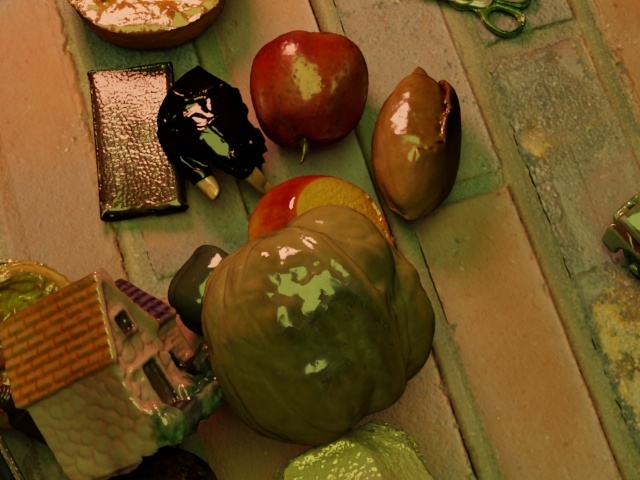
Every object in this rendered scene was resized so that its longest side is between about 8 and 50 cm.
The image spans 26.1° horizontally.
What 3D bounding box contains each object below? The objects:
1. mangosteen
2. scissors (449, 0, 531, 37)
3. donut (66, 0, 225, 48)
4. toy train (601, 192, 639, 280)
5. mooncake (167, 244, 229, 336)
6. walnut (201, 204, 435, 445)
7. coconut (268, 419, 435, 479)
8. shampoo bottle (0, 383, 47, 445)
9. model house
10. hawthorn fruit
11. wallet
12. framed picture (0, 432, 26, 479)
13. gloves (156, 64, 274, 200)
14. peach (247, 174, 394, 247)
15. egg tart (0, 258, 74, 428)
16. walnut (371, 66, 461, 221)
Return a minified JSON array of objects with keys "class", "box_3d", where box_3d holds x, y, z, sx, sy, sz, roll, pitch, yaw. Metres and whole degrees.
[{"class":"mangosteen","box_3d":[-0.209,0.362,1.817,0.172,0.172,0.184,-11,71,-4]},{"class":"scissors","box_3d":[0.225,-0.381,2.158,0.204,0.027,0.101,14,67,4]},{"class":"donut","box_3d":[-0.262,-0.412,2.132,0.277,0.108,0.278,0,69,1]},{"class":"toy train","box_3d":[0.541,0.056,1.923,0.129,0.159,0.326,-37,74,-10]},{"class":"mooncake","box_3d":[-0.130,0.089,1.913,0.168,0.175,0.104,14,63,46]},{"class":"walnut","box_3d":[-0.003,0.103,1.730,0.253,0.282,0.277,-19,108,28]},{"class":"coconut","box_3d":[0.066,0.371,1.772,0.233,0.233,0.245,-29,71,-10]},{"class":"shampoo bottle","box_3d":[-0.363,0.240,1.852,0.236,0.067,0.068,34,108,-25]},{"class":"model house","box_3d":[-0.257,0.148,1.792,0.237,0.202,0.237,59,36,-6]},{"class":"hawthorn fruit","box_3d":[-0.017,-0.205,2.018,0.179,0.179,0.200,-2,71,0]},{"class":"wallet","box_3d":[-0.274,-0.149,2.073,0.132,0.039,0.243,-9,71,1]},{"class":"framed picture","box_3d":[-0.372,0.358,1.766,0.016,0.265,0.347,-26,72,-21]},{"class":"gloves","box_3d":[-0.141,-0.142,2.019,0.203,0.124,0.164,34,68,12]},{"class":"peach","box_3d":[0.000,0.000,1.929,0.192,0.190,0.190,-14,69,14]},{"class":"egg tart","box_3d":[-0.428,0.140,1.916,0.241,0.106,0.241,0,88,-12]},{"class":"walnut","box_3d":[0.141,-0.143,2.015,0.137,0.137,0.245,6,76,3]}]
